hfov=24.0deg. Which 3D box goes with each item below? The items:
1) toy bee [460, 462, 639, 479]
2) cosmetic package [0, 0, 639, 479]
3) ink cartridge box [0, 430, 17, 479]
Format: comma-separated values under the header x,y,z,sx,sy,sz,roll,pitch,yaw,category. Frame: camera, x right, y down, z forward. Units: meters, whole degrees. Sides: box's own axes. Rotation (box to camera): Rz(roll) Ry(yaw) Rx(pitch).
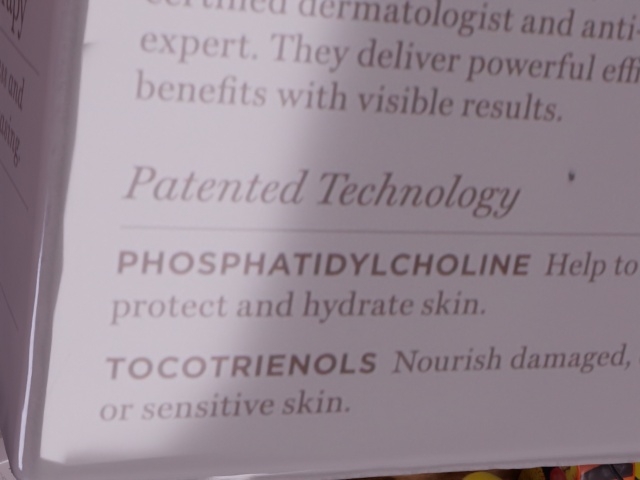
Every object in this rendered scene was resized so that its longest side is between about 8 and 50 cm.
x,y,z,sx,sy,sz,roll,pitch,yaw,category
0.224,0.191,1.260,0.195,0.162,0.298,4,152,-36,toy bee
0.009,-0.142,0.679,0.327,0.329,0.394,0,110,-22,cosmetic package
-0.197,0.136,1.046,0.198,0.067,0.115,-21,155,-5,ink cartridge box
